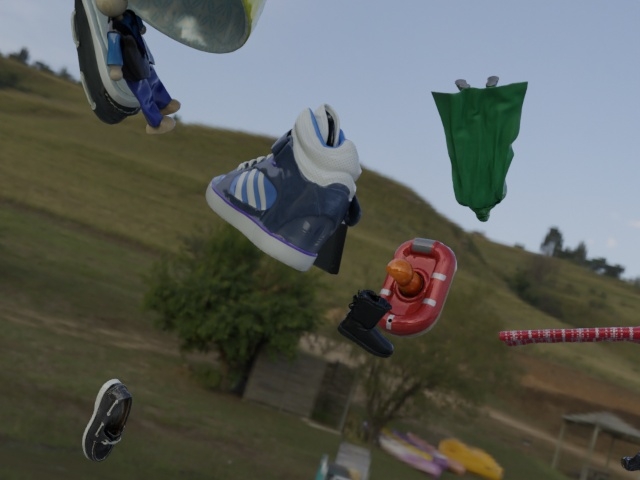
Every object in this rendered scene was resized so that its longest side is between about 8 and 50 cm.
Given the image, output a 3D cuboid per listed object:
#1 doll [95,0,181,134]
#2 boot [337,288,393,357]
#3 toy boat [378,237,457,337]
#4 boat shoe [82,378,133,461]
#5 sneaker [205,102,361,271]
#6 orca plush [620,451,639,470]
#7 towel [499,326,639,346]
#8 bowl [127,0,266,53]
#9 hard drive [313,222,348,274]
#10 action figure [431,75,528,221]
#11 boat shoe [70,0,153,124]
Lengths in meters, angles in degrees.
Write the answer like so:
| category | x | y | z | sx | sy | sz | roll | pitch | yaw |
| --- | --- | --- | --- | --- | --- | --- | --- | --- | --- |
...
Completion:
| category | x | y | z | sx | sy | sz | roll | pitch | yaw |
| --- | --- | --- | --- | --- | --- | --- | --- | --- | --- |
| doll | -0.227 | -0.226 | 1.077 | 0.046 | 0.129 | 0.189 | -8 | -46 | 14 |
| boot | 0.097 | 0.148 | 1.587 | 0.121 | 0.099 | 0.045 | 30 | 31 | -2 |
| toy boat | 0.187 | 0.090 | 1.885 | 0.150 | 0.231 | 0.151 | 9 | -20 | 37 |
| boat shoe | -0.269 | 0.237 | 1.124 | 0.038 | 0.125 | 0.046 | 34 | 22 | 31 |
| sneaker | -0.048 | -0.111 | 1.385 | 0.130 | 0.236 | 0.323 | 23 | 9 | -34 |
| orca plush | 0.622 | 0.331 | 1.392 | 0.287 | 0.102 | 0.151 | -8 | -53 | 11 |
| towel | 0.488 | 0.187 | 1.701 | 0.274 | 0.031 | 0.199 | -3 | -9 | 13 |
| bowl | -0.162 | -0.380 | 1.046 | 0.289 | 0.156 | 0.289 | 31 | -18 | 11 |
| hard drive | 0.000 | 0.000 | 1.623 | 0.022 | 0.094 | 0.135 | 6 | 11 | -31 |
| action figure | 0.239 | -0.128 | 1.321 | 0.137 | 0.232 | 0.063 | -2 | 32 | 8 |
| boat shoe | -0.323 | -0.320 | 1.308 | 0.114 | 0.303 | 0.091 | 8 | -26 | -40 |
